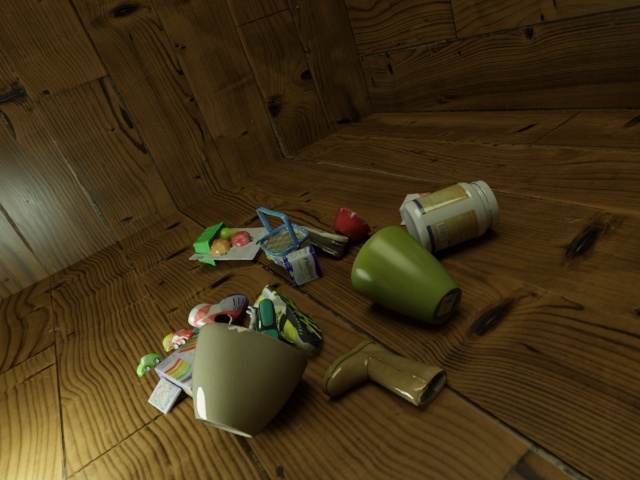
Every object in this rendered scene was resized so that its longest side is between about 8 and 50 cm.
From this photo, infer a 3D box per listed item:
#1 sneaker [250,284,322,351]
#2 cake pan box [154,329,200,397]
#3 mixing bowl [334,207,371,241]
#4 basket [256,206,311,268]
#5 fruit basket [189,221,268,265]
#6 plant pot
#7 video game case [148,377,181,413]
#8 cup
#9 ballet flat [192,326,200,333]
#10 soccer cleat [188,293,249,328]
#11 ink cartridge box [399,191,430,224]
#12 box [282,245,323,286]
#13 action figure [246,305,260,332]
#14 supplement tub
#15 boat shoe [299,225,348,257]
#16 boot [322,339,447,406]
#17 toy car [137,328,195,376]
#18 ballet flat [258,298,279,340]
[{"bbox_3d":[-0.127,0.302,1.563,0.147,0.145,0.385,-53,33,-3],"label":"sneaker"},{"bbox_3d":[-0.417,0.422,1.572,0.246,0.070,0.267,10,38,42],"label":"cake pan box"},{"bbox_3d":[0.130,-0.056,2.022,0.181,0.181,0.098,19,68,52],"label":"mixing bowl"},{"bbox_3d":[-0.167,-0.012,1.977,0.201,0.288,0.255,-32,27,-23],"label":"basket"},{"bbox_3d":[-0.469,0.025,2.329,0.353,0.165,0.327,3,31,11],"label":"fruit basket"},{"bbox_3d":[0.299,0.137,1.436,0.275,0.274,0.293,-32,44,-22],"label":"plant pot"},{"bbox_3d":[-0.525,0.522,1.477,0.122,0.011,0.087,7,61,42],"label":"video game case"},{"bbox_3d":[-0.226,0.409,1.240,0.331,0.331,0.236,-2,56,32],"label":"cup"},{"bbox_3d":[-0.472,0.354,1.784,0.114,0.041,0.041,-30,27,-19],"label":"ballet flat"},{"bbox_3d":[-0.362,0.283,1.692,0.116,0.108,0.318,23,12,24],"label":"soccer cleat"},{"bbox_3d":[0.446,-0.151,2.065,0.115,0.067,0.198,-4,31,29],"label":"ink cartridge box"},{"bbox_3d":[-0.075,0.110,1.864,0.137,0.126,0.072,-21,25,-2],"label":"box"},{"bbox_3d":[-0.235,0.345,1.506,0.064,0.137,0.232,5,59,-13],"label":"action figure"},{"bbox_3d":[0.510,-0.094,1.728,0.316,0.228,0.228,-19,26,1],"label":"supplement tub"},{"bbox_3d":[0.000,0.000,2.044,0.117,0.096,0.324,6,8,-41],"label":"boat shoe"},{"bbox_3d":[0.168,0.384,1.207,0.236,0.089,0.270,-37,32,-30],"label":"boot"},{"bbox_3d":[-0.591,0.410,1.631,0.225,0.053,0.239,-41,7,-35],"label":"toy car"},{"bbox_3d":[-0.175,0.297,1.469,0.074,0.074,0.203,-11,71,17],"label":"ballet flat"}]
